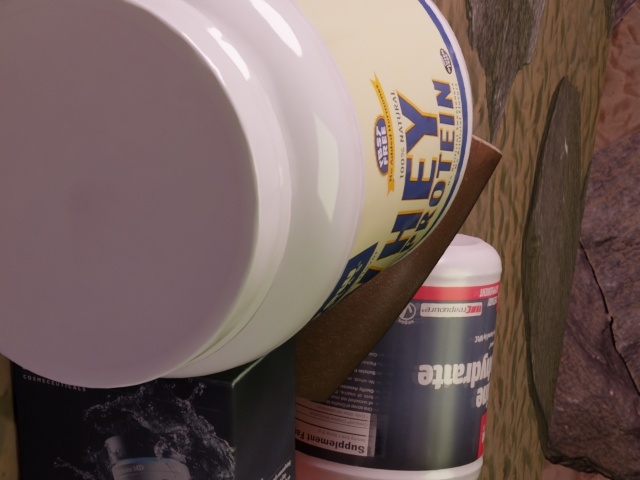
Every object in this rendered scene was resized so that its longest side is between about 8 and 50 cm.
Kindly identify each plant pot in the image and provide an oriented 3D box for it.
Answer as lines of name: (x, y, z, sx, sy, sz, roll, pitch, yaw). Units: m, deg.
plant pot: (0.000, 0.000, 1.054, 0.231, 0.215, 0.215, -69, 159, 2)

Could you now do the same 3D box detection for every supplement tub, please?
supplement tub: (-0.060, -0.057, 0.792, 0.325, 0.235, 0.236, -30, 125, -65)
supplement tub: (0.059, 0.127, 1.235, 0.191, 0.191, 0.272, -13, 109, -68)

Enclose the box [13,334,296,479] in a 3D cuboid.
box: (-0.103, 0.131, 0.857, 0.093, 0.155, 0.158, -36, 130, -61)
